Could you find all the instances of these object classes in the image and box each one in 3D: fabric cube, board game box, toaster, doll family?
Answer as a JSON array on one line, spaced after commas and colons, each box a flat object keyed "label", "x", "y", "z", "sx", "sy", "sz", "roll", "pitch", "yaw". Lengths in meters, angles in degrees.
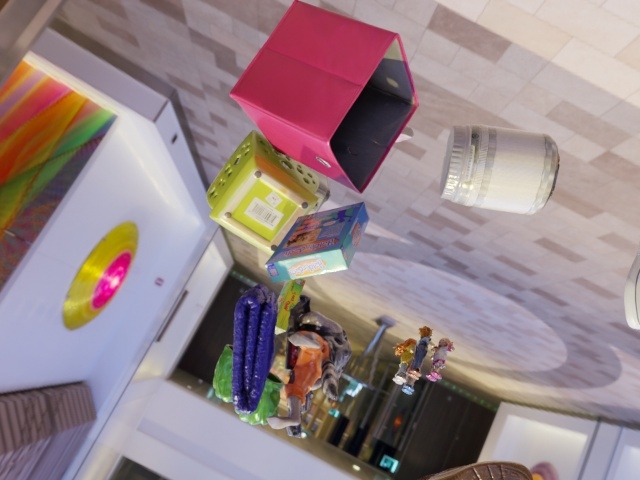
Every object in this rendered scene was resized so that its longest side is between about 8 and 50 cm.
[{"label": "fabric cube", "x": 0.018, "y": -0.297, "z": 1.113, "sx": 0.258, "sy": 0.259, "sz": 0.254, "roll": 30, "pitch": 174, "yaw": 25}, {"label": "board game box", "x": 0.000, "y": 0.000, "z": 1.052, "sx": 0.160, "sy": 0.210, "sz": 0.047, "roll": -11, "pitch": 114, "yaw": 24}, {"label": "toaster", "x": -0.063, "y": -0.162, "z": 1.546, "sx": 0.146, "sy": 0.129, "sz": 0.227, "roll": 28, "pitch": -157, "yaw": -18}, {"label": "doll family", "x": 0.300, "y": 0.353, "z": 1.622, "sx": 0.118, "sy": 0.163, "sz": 0.263, "roll": 31, "pitch": 145, "yaw": -4}, {"label": "board game box", "x": -0.113, "y": 0.210, "z": 1.710, "sx": 0.043, "sy": 0.181, "sz": 0.092, "roll": 28, "pitch": 156, "yaw": -15}]

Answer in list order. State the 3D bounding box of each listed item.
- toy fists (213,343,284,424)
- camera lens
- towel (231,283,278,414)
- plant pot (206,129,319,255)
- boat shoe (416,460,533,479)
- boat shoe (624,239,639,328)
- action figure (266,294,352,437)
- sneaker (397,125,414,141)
[{"label": "toy fists", "x": -0.210, "y": 0.414, "z": 1.486, "sx": 0.279, "sy": 0.142, "sz": 0.096, "roll": 24, "pitch": 179, "yaw": 44}, {"label": "camera lens", "x": 0.476, "y": -0.192, "z": 1.408, "sx": 0.274, "sy": 0.219, "sz": 0.219, "roll": 9, "pitch": 164, "yaw": 6}, {"label": "towel", "x": -0.127, "y": 0.211, "z": 1.095, "sx": 0.076, "sy": 0.227, "sz": 0.308, "roll": 1, "pitch": 179, "yaw": -1}, {"label": "plant pot", "x": -0.143, "y": -0.108, "z": 1.322, "sx": 0.228, "sy": 0.227, "sz": 0.207, "roll": 34, "pitch": -163, "yaw": -20}, {"label": "boat shoe", "x": 0.395, "y": 0.663, "z": 1.423, "sx": 0.342, "sy": 0.123, "sz": 0.123, "roll": -20, "pitch": 172, "yaw": 9}, {"label": "boat shoe", "x": 0.658, "y": 0.065, "z": 1.024, "sx": 0.083, "sy": 0.226, "sz": 0.076, "roll": 22, "pitch": 168, "yaw": -32}, {"label": "action figure", "x": -0.007, "y": 0.309, "z": 1.179, "sx": 0.178, "sy": 0.341, "sz": 0.330, "roll": 4, "pitch": -173, "yaw": 16}, {"label": "sneaker", "x": 0.236, "y": -0.355, "z": 1.702, "sx": 0.134, "sy": 0.051, "sz": 0.070, "roll": 14, "pitch": 161, "yaw": -41}]
